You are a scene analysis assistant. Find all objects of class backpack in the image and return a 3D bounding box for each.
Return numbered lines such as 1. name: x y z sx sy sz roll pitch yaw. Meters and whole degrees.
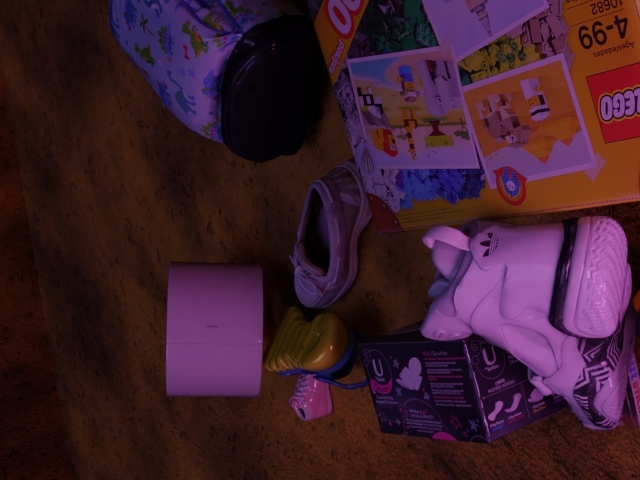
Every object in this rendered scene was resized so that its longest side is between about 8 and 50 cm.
1. backpack: -0.172 -0.326 1.756 0.290 0.273 0.356 105 146 -54

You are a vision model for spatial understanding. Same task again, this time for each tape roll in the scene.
1. tape roll: -0.193 0.161 2.025 0.246 0.169 0.246 -179 90 -85

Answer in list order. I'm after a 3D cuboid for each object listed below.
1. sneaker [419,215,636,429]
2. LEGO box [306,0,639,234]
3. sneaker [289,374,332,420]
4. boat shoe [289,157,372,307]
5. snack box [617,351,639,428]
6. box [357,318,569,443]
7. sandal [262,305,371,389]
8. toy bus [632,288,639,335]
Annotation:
1. sneaker: 0.238 0.089 1.257 0.210 0.137 0.366 7 148 23
2. LEGO box: 0.220 -0.223 1.222 0.500 0.193 0.373 -9 100 59
3. sneaker: -0.025 0.263 2.018 0.051 0.070 0.134 9 114 57
4. boat shoe: 0.002 0.001 1.785 0.118 0.103 0.320 54 147 24
5. snack box: 0.361 0.145 1.389 0.064 0.022 0.178 1 109 56
6. box: 0.195 0.179 1.533 0.247 0.163 0.142 -9 97 58
7. sandal: 0.001 0.192 1.894 0.126 0.138 0.317 -65 20 -7
8. toy bus: 0.430 0.126 1.083 0.130 0.108 0.333 -55 23 21
